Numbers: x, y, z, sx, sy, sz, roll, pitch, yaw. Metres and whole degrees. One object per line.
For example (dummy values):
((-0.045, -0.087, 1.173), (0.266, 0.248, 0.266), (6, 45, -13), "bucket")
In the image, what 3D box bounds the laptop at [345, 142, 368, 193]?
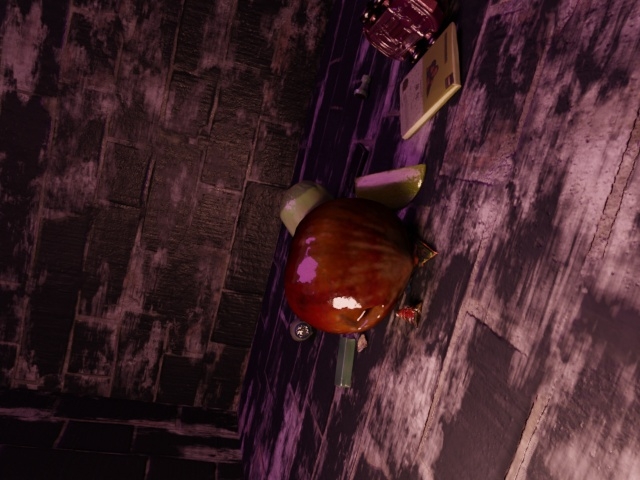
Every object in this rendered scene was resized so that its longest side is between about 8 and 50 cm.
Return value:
((0.160, -0.333, 2.267), (0.153, 0.026, 0.207), (-109, 34, -61), "laptop")

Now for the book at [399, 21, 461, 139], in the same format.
((0.354, -0.520, 1.660), (0.352, 0.035, 0.239), (137, 137, -66), "book")

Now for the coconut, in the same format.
((-0.047, -0.123, 2.418), (0.281, 0.328, 0.328), (-34, -19, -41), "coconut")

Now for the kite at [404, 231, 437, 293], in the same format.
((0.280, 0.060, 1.576), (0.321, 0.016, 0.233), (126, 153, -55), "kite")

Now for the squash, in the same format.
((0.273, -0.161, 1.729), (0.289, 0.203, 0.111), (-5, 70, 37), "squash")

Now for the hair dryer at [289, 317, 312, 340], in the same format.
((-0.079, 0.383, 2.519), (0.296, 0.119, 0.298), (124, 169, -63), "hair dryer")

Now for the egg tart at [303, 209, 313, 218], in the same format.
((0.000, 0.000, 2.176), (0.291, 0.115, 0.289), (3, 96, 34), "egg tart")

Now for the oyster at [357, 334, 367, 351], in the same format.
((0.151, 0.374, 1.793), (0.083, 0.019, 0.054), (121, 154, -45), "oyster")

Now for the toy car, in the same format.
((0.310, -0.799, 1.721), (0.240, 0.271, 0.341), (-60, 15, -12), "toy car")

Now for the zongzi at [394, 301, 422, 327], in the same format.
((0.273, 0.207, 1.448), (0.083, 0.067, 0.073), (28, 95, 55), "zongzi")

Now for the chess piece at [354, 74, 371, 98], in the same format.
((0.203, -0.727, 2.341), (0.067, 0.067, 0.103), (171, 119, -74), "chess piece")

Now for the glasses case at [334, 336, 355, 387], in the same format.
((0.093, 0.463, 1.892), (0.078, 0.040, 0.183), (151, 129, -69), "glasses case")

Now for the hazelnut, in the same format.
((0.089, 0.088, 1.549), (0.402, 0.403, 0.428), (124, 163, -55), "hazelnut")
